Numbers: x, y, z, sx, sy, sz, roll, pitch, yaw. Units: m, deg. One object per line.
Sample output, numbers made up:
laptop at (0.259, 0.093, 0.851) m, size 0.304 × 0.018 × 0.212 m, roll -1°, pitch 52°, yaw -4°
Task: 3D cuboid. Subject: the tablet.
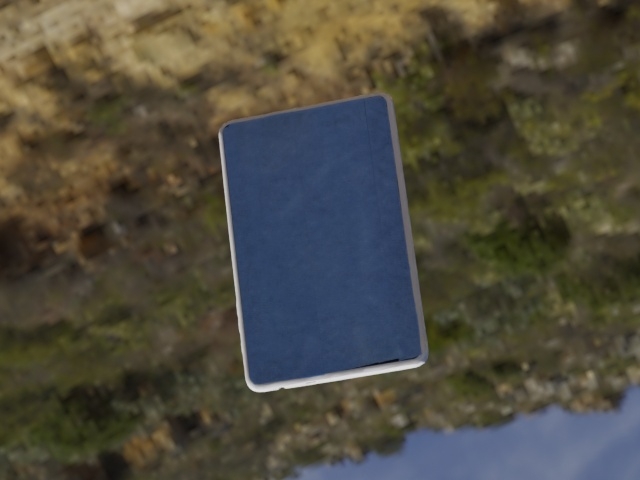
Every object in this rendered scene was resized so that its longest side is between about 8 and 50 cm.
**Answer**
tablet at (0.000, 0.000, 0.509) m, size 0.054 × 0.083 × 0.006 m, roll -10°, pitch 164°, yaw 10°
